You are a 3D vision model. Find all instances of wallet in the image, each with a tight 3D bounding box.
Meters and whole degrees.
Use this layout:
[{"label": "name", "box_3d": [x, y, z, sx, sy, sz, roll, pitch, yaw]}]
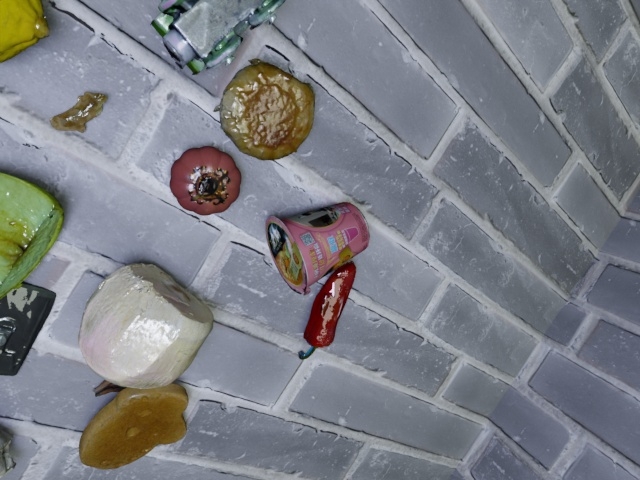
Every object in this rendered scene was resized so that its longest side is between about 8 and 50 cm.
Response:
[{"label": "wallet", "box_3d": [-0.776, 0.209, 0.965, 0.169, 0.052, 0.245, 28, 92, -34]}]

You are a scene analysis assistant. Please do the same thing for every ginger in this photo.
[{"label": "ginger", "box_3d": [-0.543, -0.290, 0.908, 0.137, 0.044, 0.057, -38, 149, -3]}]

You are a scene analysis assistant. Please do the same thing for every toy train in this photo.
[{"label": "toy train", "box_3d": [-0.223, -0.503, 0.866, 0.307, 0.249, 0.173, -46, 123, -4]}]

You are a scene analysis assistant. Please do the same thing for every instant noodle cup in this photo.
[{"label": "instant noodle cup", "box_3d": [0.000, 0.000, 1.176, 0.255, 0.244, 0.243, -23, 116, -25]}]

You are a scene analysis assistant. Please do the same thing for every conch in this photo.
[{"label": "conch", "box_3d": [-0.521, 0.374, 1.123, 0.232, 0.086, 0.080, -46, 145, 2]}]

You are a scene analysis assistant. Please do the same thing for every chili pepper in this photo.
[{"label": "chili pepper", "box_3d": [0.022, 0.240, 1.321, 0.110, 0.110, 0.387, 15, 100, -29]}]

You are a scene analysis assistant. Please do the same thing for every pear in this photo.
[{"label": "pear", "box_3d": [-0.718, -0.036, 0.863, 0.239, 0.139, 0.288, 35, 95, -16]}]

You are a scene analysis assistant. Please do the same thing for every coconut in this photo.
[{"label": "coconut", "box_3d": [-0.433, 0.224, 0.991, 0.254, 0.297, 0.297, -48, 120, -2]}]

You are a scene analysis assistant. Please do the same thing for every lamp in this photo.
[{"label": "lamp", "box_3d": [-0.289, -0.149, 1.021, 0.182, 0.140, 0.182, -11, 116, -24]}]

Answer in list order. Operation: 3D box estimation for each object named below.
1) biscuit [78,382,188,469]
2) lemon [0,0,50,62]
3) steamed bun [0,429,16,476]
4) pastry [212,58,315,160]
[{"label": "biscuit", "box_3d": [-0.517, 0.535, 1.166, 0.287, 0.057, 0.343, 28, 108, -42]}, {"label": "lemon", "box_3d": [-0.648, -0.440, 0.683, 0.322, 0.268, 0.268, 34, 91, -31]}, {"label": "steamed bun", "box_3d": [-0.920, 0.497, 0.873, 0.347, 0.394, 0.237, -24, 83, 26]}, {"label": "pastry", "box_3d": [-0.139, -0.331, 1.044, 0.257, 0.121, 0.235, 16, 103, -31]}]
